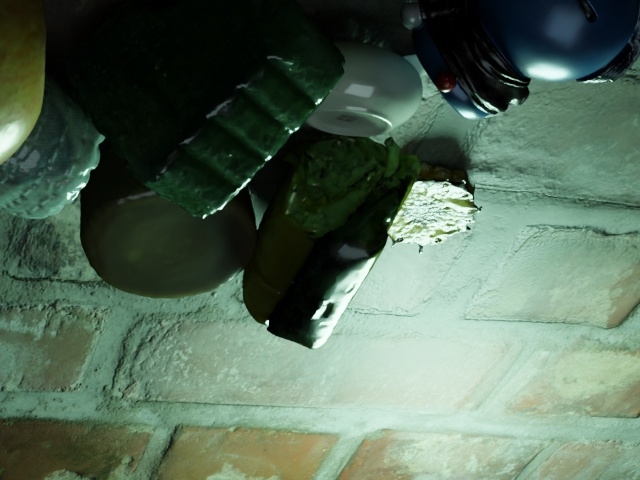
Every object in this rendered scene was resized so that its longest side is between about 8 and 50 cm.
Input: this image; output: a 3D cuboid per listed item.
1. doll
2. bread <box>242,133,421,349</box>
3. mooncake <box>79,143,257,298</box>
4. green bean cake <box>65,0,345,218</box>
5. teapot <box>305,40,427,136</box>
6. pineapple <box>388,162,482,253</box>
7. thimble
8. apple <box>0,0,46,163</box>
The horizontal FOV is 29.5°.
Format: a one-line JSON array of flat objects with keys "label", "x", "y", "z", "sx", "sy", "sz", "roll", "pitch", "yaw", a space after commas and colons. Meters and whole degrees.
[{"label": "doll", "x": 0.284, "y": -0.307, "z": 1.651, "sx": 0.310, "sy": 0.240, "sz": 0.284, "roll": -34, "pitch": 109, "yaw": 20}, {"label": "bread", "x": 0.000, "y": 0.000, "z": 2.000, "sx": 0.208, "sy": 0.251, "sz": 0.376, "roll": 29, "pitch": 139, "yaw": 6}, {"label": "mooncake", "x": -0.245, "y": -0.045, "z": 1.942, "sx": 0.284, "sy": 0.155, "sz": 0.284, "roll": -5, "pitch": 142, "yaw": -4}, {"label": "green bean cake", "x": -0.154, "y": -0.224, "z": 1.627, "sx": 0.308, "sy": 0.300, "sz": 0.169, "roll": -45, "pitch": 140, "yaw": 6}, {"label": "teapot", "x": 0.039, "y": -0.237, "z": 1.775, "sx": 0.298, "sy": 0.139, "sz": 0.204, "roll": 14, "pitch": 169, "yaw": -32}, {"label": "pineapple", "x": 0.179, "y": -0.057, "z": 2.122, "sx": 0.221, "sy": 0.047, "sz": 0.221, "roll": -3, "pitch": 142, "yaw": -3}, {"label": "thimble", "x": -0.429, "y": -0.143, "z": 1.726, "sx": 0.250, "sy": 0.205, "sz": 0.172, "roll": -4, "pitch": 156, "yaw": 46}, {"label": "apple", "x": -0.513, "y": -0.235, "z": 1.453, "sx": 0.346, "sy": 0.391, "sz": 0.391, "roll": 1, "pitch": 143, "yaw": -26}]
